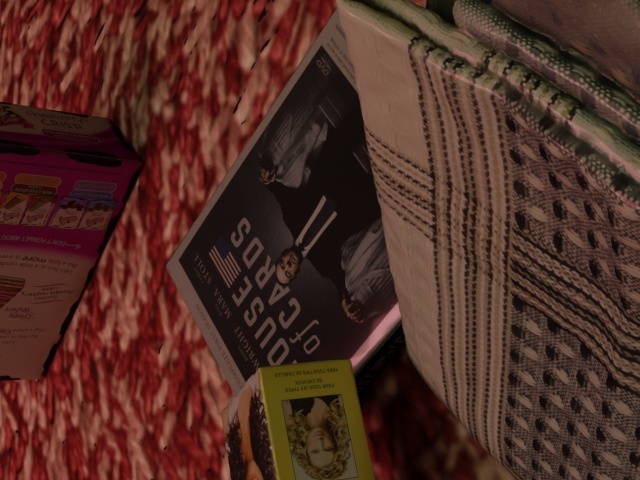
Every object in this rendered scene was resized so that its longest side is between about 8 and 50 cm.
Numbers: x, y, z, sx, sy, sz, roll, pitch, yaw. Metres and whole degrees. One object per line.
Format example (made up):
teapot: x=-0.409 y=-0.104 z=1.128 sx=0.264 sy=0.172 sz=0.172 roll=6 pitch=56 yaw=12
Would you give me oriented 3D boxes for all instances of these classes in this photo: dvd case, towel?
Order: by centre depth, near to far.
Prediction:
towel: x=0.121 y=0.054 z=0.386 sx=0.312 sy=0.056 sz=0.324 roll=47 pitch=159 yaw=35
dvd case: x=0.000 y=0.000 z=0.655 sx=0.238 sy=0.030 sz=0.179 roll=-53 pitch=54 yaw=29

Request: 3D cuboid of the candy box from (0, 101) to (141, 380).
candy box: x=-0.262 y=0.006 z=0.826 sx=0.071 sy=0.159 sz=0.233 roll=49 pitch=120 yaw=37

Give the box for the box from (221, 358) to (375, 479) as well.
box: x=0.000 y=0.186 z=0.549 sx=0.087 sy=0.058 sz=0.232 roll=126 pitch=136 yaw=-58
